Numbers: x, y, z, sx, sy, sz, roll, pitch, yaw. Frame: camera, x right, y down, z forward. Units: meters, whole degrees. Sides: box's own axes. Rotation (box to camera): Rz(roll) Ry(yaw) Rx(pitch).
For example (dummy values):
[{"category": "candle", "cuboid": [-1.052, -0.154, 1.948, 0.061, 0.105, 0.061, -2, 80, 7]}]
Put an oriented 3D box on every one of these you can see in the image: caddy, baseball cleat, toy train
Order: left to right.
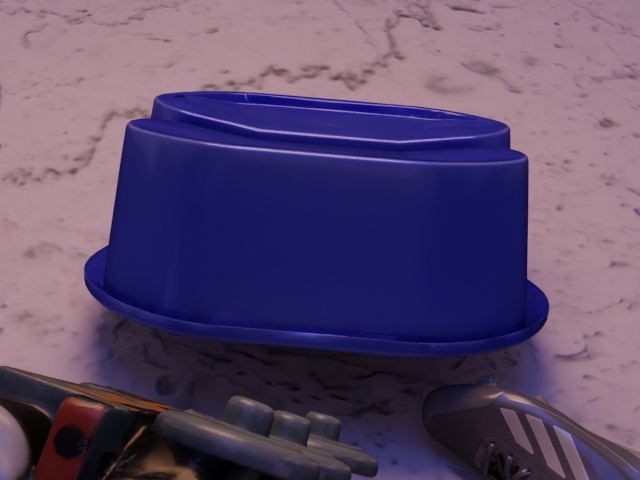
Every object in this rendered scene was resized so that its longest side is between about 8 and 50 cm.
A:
[{"category": "toy train", "cuboid": [-0.087, 0.138, 0.625, 0.190, 0.334, 0.142, 15, 83, 14]}, {"category": "caddy", "cuboid": [0.000, 0.000, 0.890, 0.341, 0.179, 0.241, 5, 15, 1]}, {"category": "baseball cleat", "cuboid": [0.149, 0.160, 0.784, 0.206, 0.072, 0.109, 17, 47, 21]}]
